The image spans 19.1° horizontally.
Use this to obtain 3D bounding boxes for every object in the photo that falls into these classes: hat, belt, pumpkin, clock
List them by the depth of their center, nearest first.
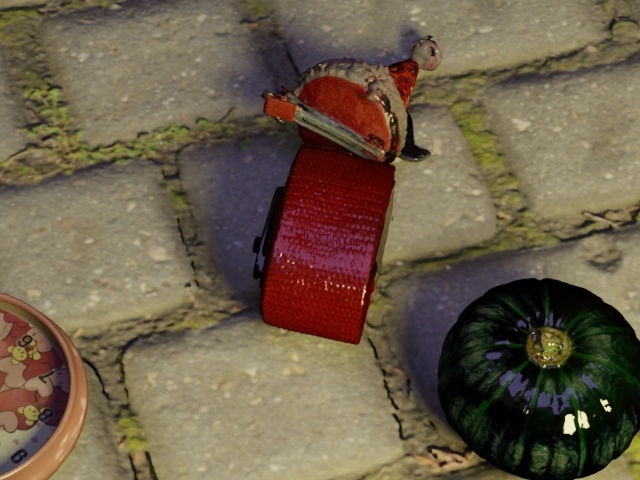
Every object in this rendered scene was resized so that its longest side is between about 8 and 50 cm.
[{"bbox_3d":[0.205,0.125,1.750,0.202,0.140,0.202,0,50,-1],"label":"pumpkin"},{"bbox_3d":[-0.335,0.146,1.753,0.244,0.056,0.244,2,53,-3],"label":"clock"},{"bbox_3d":[0.000,0.000,1.839,0.124,0.128,0.201,12,54,4],"label":"belt"},{"bbox_3d":[0.056,-0.158,1.995,0.140,0.128,0.227,12,33,27],"label":"hat"}]
